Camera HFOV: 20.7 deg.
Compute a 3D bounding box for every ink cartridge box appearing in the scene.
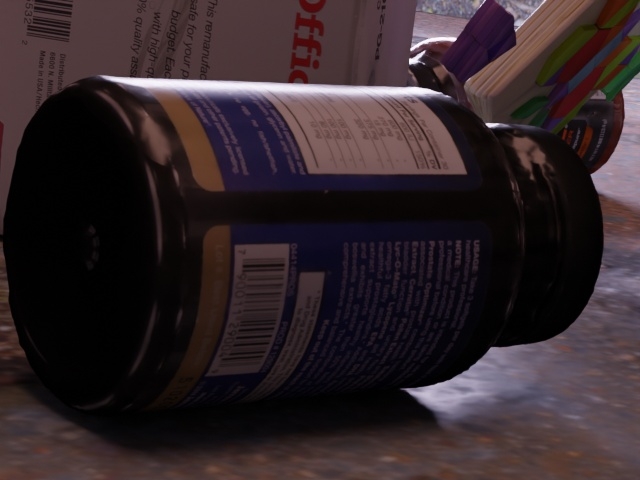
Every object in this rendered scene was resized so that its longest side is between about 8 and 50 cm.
[{"bbox_3d":[-0.079,-0.080,0.902,0.237,0.172,0.100,11,12,19],"label":"ink cartridge box"}]

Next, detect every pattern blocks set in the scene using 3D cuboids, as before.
[{"bbox_3d":[0.142,-0.106,0.988,0.026,0.285,0.325,45,9,15],"label":"pattern blocks set"}]

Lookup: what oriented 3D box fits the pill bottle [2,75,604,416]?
[{"bbox_3d":[0.000,0.000,0.681,0.219,0.122,0.123,-1,14,-36],"label":"pill bottle"}]

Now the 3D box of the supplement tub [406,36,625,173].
[{"bbox_3d":[0.119,-0.092,1.258,0.198,0.106,0.106,-3,15,-40],"label":"supplement tub"}]
